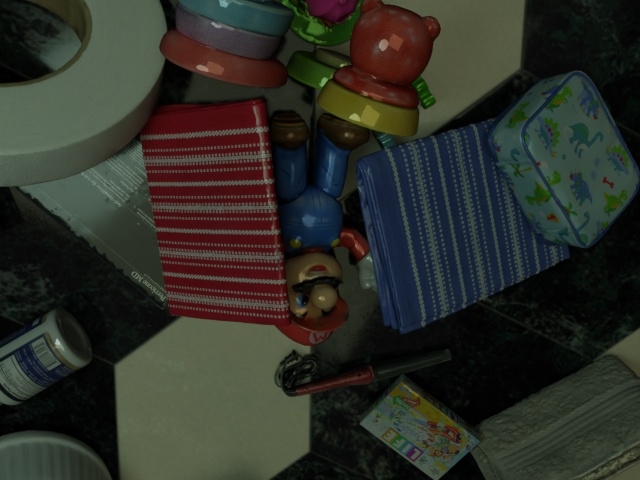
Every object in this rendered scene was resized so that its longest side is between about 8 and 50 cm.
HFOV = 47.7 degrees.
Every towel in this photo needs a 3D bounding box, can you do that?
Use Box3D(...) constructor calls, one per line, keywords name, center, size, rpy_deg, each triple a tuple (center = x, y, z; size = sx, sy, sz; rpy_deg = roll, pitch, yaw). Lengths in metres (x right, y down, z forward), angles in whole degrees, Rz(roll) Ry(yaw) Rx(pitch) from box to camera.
Box3D(name="towel", center=(0.363, 0.284, 1.068), size=(0.282, 0.187, 0.049), rpy_deg=(-30, 116, 2))
Box3D(name="towel", center=(0.205, -0.036, 1.003), size=(0.336, 0.040, 0.243), rpy_deg=(-19, 103, -28))
Box3D(name="towel", center=(-0.130, -0.033, 0.893), size=(0.199, 0.031, 0.274), rpy_deg=(1, 104, 33))

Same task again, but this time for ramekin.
Box3D(name="ramekin", center=(-0.420, 0.422, 1.027), size=(0.273, 0.127, 0.272), rpy_deg=(-8, 109, -23))

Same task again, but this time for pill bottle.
Box3D(name="pill bottle", center=(-0.423, 0.176, 1.036), size=(0.169, 0.094, 0.094), rpy_deg=(-30, 102, 3))

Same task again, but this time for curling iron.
Box3D(name="curling iron", center=(0.065, 0.193, 1.103), size=(0.274, 0.035, 0.068), rpy_deg=(-5, 102, -3))

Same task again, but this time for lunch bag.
Box3D(name="lunch bag", center=(0.341, -0.111, 1.003), size=(0.176, 0.090, 0.219), rpy_deg=(-46, 112, -20))

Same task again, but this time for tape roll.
Box3D(name="tape roll", center=(-0.378, -0.241, 0.844), size=(0.392, 0.072, 0.392), rpy_deg=(8, 60, -14))

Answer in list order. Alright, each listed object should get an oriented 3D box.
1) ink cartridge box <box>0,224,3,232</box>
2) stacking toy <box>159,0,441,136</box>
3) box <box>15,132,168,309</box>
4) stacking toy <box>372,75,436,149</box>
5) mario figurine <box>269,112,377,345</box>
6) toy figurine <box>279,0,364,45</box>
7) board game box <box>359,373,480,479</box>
Box3D(name="ink cartridge box", center=(-0.554, -0.075, 0.977), size=(0.153, 0.087, 0.208), rpy_deg=(-18, 104, 1))
Box3D(name="stacking toy", center=(-0.020, -0.252, 0.870), size=(0.309, 0.279, 0.130), rpy_deg=(16, 111, -8))
Box3D(name="box", center=(-0.252, -0.063, 0.994), size=(0.261, 0.103, 0.184), rpy_deg=(43, 92, -11))
Box3D(name="stacking toy", center=(0.115, -0.108, 1.040), size=(0.167, 0.052, 0.221), rpy_deg=(-30, 100, 1))
Box3D(name="mario figurine", center=(0.000, 0.000, 0.964), size=(0.198, 0.170, 0.320), rpy_deg=(8, 111, 15))
Box3D(name="toy figurine", center=(-0.001, -0.338, 0.925), size=(0.130, 0.159, 0.173), rpy_deg=(-41, 101, 5))
Box3D(name="board game box", center=(0.153, 0.289, 1.114), size=(0.154, 0.026, 0.103), rpy_deg=(37, 112, -5))
